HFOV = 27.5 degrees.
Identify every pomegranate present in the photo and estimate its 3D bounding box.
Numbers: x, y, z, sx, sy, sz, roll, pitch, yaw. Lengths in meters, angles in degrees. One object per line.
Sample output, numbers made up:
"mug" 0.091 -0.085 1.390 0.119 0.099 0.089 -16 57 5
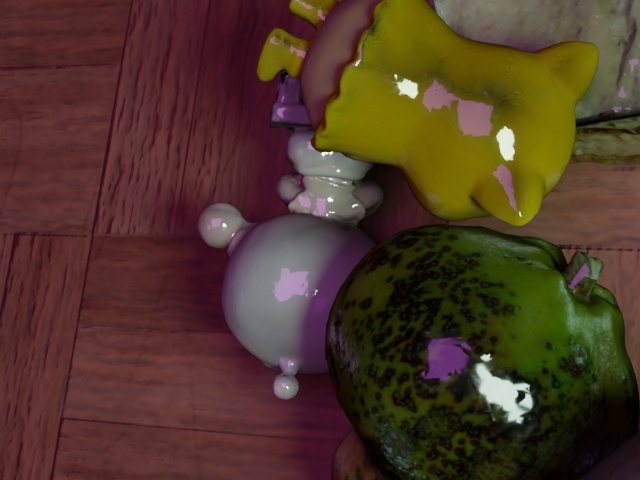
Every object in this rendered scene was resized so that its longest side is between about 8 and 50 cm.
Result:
"pomegranate" 0.104 0.117 0.945 0.204 0.276 0.222 -22 59 -28

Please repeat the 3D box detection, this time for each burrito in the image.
"burrito" 0.188 -0.158 1.023 0.175 0.107 0.347 -49 60 20

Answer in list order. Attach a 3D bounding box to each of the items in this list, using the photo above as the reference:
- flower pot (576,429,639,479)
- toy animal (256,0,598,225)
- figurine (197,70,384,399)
"flower pot" 0.173 0.305 0.791 0.330 0.293 0.293 -39 64 16
"toy animal" 0.071 -0.106 0.924 0.230 0.156 0.156 24 84 8
"figurine" 0.007 0.000 1.036 0.144 0.182 0.256 -7 74 65
